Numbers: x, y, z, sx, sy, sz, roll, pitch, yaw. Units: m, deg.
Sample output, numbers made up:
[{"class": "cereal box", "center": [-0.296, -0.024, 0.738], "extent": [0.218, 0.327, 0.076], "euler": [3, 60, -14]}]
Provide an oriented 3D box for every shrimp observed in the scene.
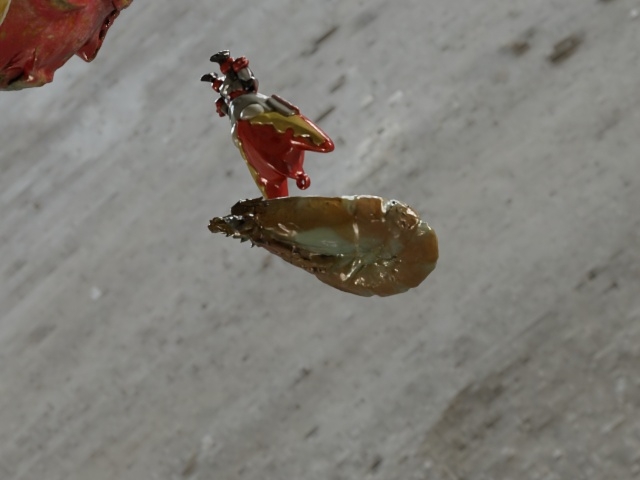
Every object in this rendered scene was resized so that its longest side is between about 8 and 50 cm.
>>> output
[{"class": "shrimp", "center": [0.000, 0.000, 1.181], "extent": [0.184, 0.091, 0.043], "euler": [11, 34, 9]}]

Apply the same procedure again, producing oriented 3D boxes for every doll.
[{"class": "doll", "center": [-0.056, -0.113, 1.495], "extent": [0.169, 0.057, 0.109], "euler": [57, 133, 28]}]

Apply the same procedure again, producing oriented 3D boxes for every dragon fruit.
[{"class": "dragon fruit", "center": [-0.324, -0.294, 1.639], "extent": [0.237, 0.231, 0.303], "euler": [29, 107, 37]}]

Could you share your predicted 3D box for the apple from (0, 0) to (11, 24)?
[{"class": "apple", "center": [-0.283, -0.195, 1.064], "extent": [0.146, 0.146, 0.146], "euler": [-31, 27, 17]}]
